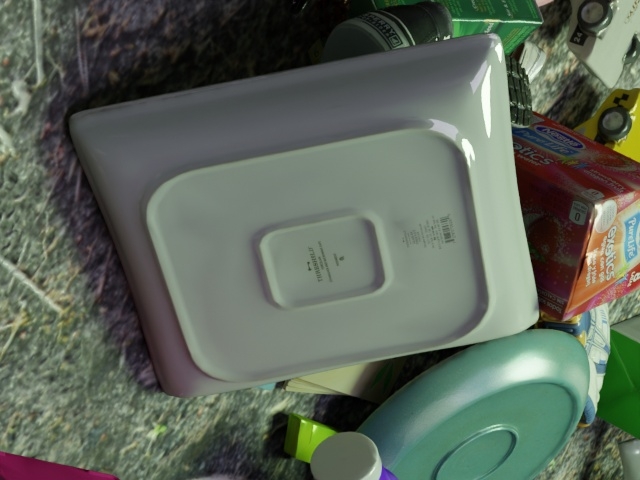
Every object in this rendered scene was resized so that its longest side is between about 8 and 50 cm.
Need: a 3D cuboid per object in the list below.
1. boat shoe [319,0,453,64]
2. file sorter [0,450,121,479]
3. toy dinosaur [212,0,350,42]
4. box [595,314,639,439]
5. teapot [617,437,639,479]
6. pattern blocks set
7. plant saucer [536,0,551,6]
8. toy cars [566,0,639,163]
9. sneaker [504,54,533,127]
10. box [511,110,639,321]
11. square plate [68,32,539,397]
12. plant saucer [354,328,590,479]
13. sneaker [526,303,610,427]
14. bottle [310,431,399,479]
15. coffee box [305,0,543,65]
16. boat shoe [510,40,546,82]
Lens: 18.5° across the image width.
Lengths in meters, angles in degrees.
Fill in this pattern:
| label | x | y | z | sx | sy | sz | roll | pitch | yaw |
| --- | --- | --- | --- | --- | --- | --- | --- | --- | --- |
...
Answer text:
| label | x | y | z | sx | sy | sz | roll | pitch | yaw |
| --- | --- | --- | --- | --- | --- | --- | --- | --- | --- |
| boat shoe | 0.033 | -0.086 | 1.681 | 0.105 | 0.113 | 0.306 | -26 | 149 | -36 |
| file sorter | -0.180 | 0.327 | 1.600 | 0.202 | 0.291 | 0.182 | 23 | 98 | -55 |
| toy dinosaur | -0.004 | -0.291 | 1.523 | 0.218 | 0.164 | 0.322 | -54 | 126 | -38 |
| box | 0.501 | 0.188 | 2.385 | 0.231 | 0.262 | 0.126 | -15 | 125 | -45 |
| teapot | 0.413 | 0.399 | 2.504 | 0.252 | 0.187 | 0.256 | 21 | 123 | -37 |
| pattern blocks set | 0.044 | 0.089 | 1.941 | 0.285 | 0.026 | 0.325 | -59 | 146 | -4 |
| plant saucer | 0.191 | -0.372 | 1.758 | 0.332 | 0.084 | 0.332 | -32 | 137 | -36 |
| toy cars | 0.286 | -0.166 | 2.027 | 0.176 | 0.087 | 0.393 | -29 | 131 | -45 |
| sneaker | 0.125 | -0.131 | 1.751 | 0.162 | 0.073 | 0.063 | 8 | 75 | -41 |
| box | 0.175 | -0.043 | 1.813 | 0.128 | 0.257 | 0.122 | -17 | 127 | -45 |
| square plate | 0.000 | 0.000 | 1.623 | 0.344 | 0.049 | 0.347 | -11 | 135 | 3 |
| plant saucer | 0.155 | 0.215 | 2.053 | 0.318 | 0.043 | 0.317 | -23 | 146 | -17 |
| sneaker | 0.257 | 0.085 | 2.156 | 0.296 | 0.112 | 0.131 | 71 | 37 | -57 |
| bottle | 0.051 | 0.301 | 1.944 | 0.092 | 0.118 | 0.283 | -16 | 133 | 0 |
| coffee box | 0.091 | -0.177 | 1.722 | 0.184 | 0.040 | 0.113 | -2 | 153 | -36 |
| boat shoe | 0.184 | -0.154 | 1.950 | 0.035 | 0.035 | 0.100 | 32 | 91 | -28 |
